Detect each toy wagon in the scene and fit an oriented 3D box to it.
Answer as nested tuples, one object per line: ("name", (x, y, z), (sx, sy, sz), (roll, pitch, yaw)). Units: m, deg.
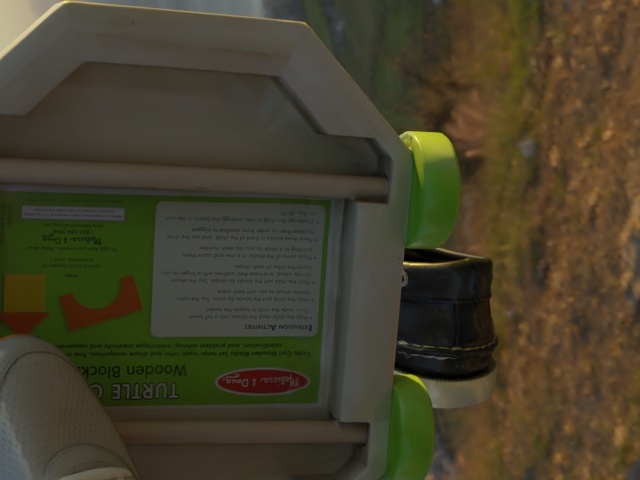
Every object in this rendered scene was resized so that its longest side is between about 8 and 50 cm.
("toy wagon", (-0.079, 0.068, 0.621), (0.068, 0.267, 0.344), (-150, 64, -71))

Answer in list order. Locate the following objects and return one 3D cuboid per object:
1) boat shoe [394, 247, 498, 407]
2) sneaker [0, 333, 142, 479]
("boat shoe", (-0.003, 0.001, 0.969), (0.340, 0.127, 0.113), (32, 121, 48))
("sneaker", (-0.058, 0.143, 0.518), (0.121, 0.099, 0.262), (-37, 71, 34))
